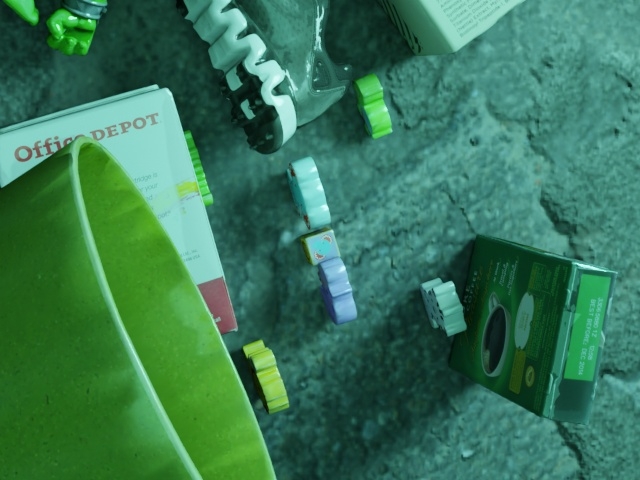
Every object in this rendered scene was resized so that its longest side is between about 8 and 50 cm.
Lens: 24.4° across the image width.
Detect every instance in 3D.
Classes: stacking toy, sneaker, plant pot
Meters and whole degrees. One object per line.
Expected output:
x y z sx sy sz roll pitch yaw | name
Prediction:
0.000 0.000 1.113 0.167 0.052 0.221 -20 99 -10 | stacking toy
-0.050 -0.185 1.072 0.106 0.078 0.234 -27 92 -26 | sneaker
-0.207 0.126 0.859 0.293 0.275 0.275 -26 101 3 | plant pot

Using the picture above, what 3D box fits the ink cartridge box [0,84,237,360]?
-0.150 -0.010 1.038 0.128 0.127 0.176 -16 100 -11 | ink cartridge box

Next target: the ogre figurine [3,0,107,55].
-0.201 -0.232 1.021 0.118 0.097 0.197 -40 92 6 | ogre figurine

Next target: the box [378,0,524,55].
0.047 -0.274 1.072 0.113 0.094 0.275 -37 102 -7 | box

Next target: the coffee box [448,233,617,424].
0.153 0.060 1.086 0.040 0.184 0.113 10 92 -16 | coffee box
